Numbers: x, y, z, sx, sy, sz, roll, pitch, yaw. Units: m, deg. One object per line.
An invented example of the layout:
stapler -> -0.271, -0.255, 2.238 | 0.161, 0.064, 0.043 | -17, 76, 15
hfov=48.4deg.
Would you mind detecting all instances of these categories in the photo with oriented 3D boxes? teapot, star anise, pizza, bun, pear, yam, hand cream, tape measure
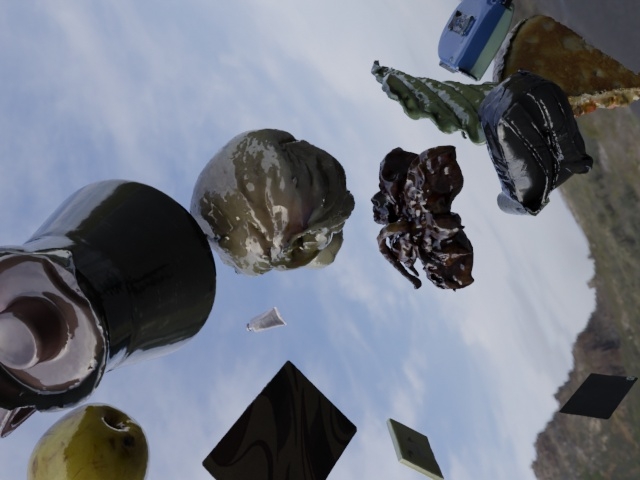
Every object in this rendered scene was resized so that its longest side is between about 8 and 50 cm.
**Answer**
teapot -> -0.362, 0.106, 1.064 | 0.306, 0.376, 0.362 | 35, -160, 4
star anise -> 0.143, -0.025, 0.996 | 0.126, 0.190, 0.220 | -24, -82, -33
pizza -> 0.650, -0.403, 1.847 | 0.130, 0.406, 0.440 | 99, -170, -52
bun -> -0.075, -0.055, 1.227 | 0.205, 0.281, 0.281 | 45, -177, 42
pear -> -0.506, 0.501, 1.577 | 0.280, 0.281, 0.280 | 52, -158, -31
yam -> 0.492, -0.093, 1.726 | 0.068, 0.068, 0.169 | 61, 175, -9
bun -> 0.000, 0.000, 1.935 | 0.113, 0.167, 0.173 | 19, -94, -28
hand cream -> -0.199, 0.288, 2.529 | 0.084, 0.142, 0.053 | 60, -162, -25
tape measure -> 0.416, -0.573, 1.756 | 0.098, 0.351, 0.215 | 25, -165, -21

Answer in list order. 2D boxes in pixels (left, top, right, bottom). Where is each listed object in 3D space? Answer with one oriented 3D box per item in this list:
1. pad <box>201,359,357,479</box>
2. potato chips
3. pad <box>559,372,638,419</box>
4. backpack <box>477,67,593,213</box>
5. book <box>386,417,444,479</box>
pad -> -0.068, 0.409, 1.427 | 0.220, 0.004, 0.330 | 44, -139, 0
potato chips -> 0.284, -0.288, 1.431 | 0.389, 0.373, 0.097 | -82, -3, -67
pad -> 0.644, 0.357, 1.644 | 0.193, 0.116, 0.004 | -29, -72, -42
backpack -> 0.259, -0.130, 0.882 | 0.165, 0.120, 0.106 | 59, 173, -36
book -> 0.144, 0.320, 1.092 | 0.077, 0.014, 0.111 | 29, -167, -13
